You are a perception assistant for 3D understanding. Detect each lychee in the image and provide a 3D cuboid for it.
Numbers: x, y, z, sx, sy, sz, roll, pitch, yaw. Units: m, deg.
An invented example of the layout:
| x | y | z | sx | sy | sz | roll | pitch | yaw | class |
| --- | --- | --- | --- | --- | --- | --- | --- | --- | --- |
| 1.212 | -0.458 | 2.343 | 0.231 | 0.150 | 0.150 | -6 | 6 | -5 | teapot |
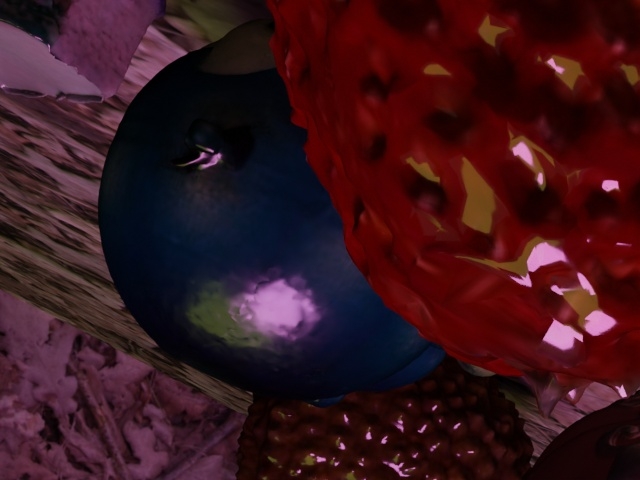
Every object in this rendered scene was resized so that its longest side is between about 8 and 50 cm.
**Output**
| x | y | z | sx | sy | sz | roll | pitch | yaw | class |
| --- | --- | --- | --- | --- | --- | --- | --- | --- | --- |
| 0.055 | 0.197 | 1.490 | 0.267 | 0.267 | 0.267 | 26 | 168 | 6 | lychee |

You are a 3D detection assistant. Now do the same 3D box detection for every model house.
| x | y | z | sx | sy | sz | roll | pitch | yaw | class |
| --- | --- | --- | --- | --- | --- | --- | --- | --- | --- |
| -0.135 | -0.133 | 0.864 | 0.100 | 0.100 | 0.088 | 12 | 158 | 45 | model house |

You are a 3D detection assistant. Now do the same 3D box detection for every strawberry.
| x | y | z | sx | sy | sz | roll | pitch | yaw | class |
| --- | --- | --- | --- | --- | --- | --- | --- | --- | --- |
| 0.060 | -0.087 | 0.509 | 0.244 | 0.205 | 0.205 | 51 | 165 | -5 | strawberry |

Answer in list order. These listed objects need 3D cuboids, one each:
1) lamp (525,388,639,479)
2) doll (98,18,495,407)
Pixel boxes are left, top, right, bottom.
| x | y | z | sx | sy | sz | roll | pitch | yaw | class |
| --- | --- | --- | --- | --- | --- | --- | --- | --- | --- |
| 0.256 | 0.206 | 1.027 | 0.303 | 0.257 | 0.303 | -1 | -165 | 0 | lamp |
| -0.001 | 0.000 | 0.927 | 0.198 | 0.186 | 0.322 | 21 | 169 | 29 | doll |
